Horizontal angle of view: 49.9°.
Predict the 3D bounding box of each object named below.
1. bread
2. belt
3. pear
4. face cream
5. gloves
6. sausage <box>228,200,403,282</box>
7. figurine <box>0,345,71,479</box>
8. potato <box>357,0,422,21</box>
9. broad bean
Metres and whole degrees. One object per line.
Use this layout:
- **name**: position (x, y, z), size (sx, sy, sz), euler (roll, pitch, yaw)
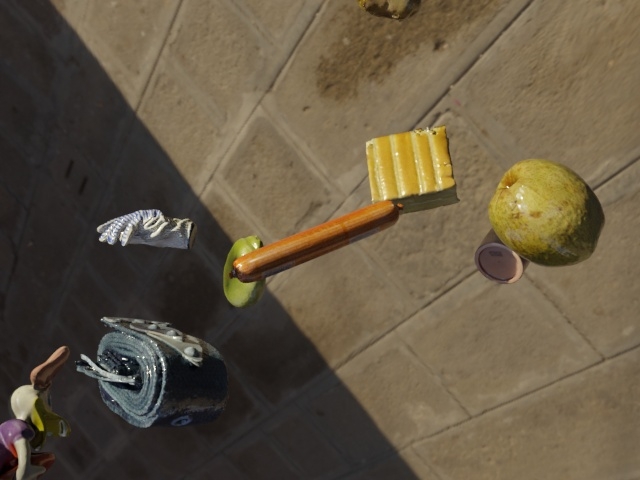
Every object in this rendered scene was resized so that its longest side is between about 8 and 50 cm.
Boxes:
- **bread**: position (0.255, -0.199, 1.920), size (0.239, 0.246, 0.111), euler (-10, 147, 8)
- **belt**: position (-0.219, 0.169, 0.871), size (0.218, 0.128, 0.122), euler (6, 86, 51)
- **pear**: position (0.430, -0.057, 1.337), size (0.211, 0.188, 0.228), euler (46, -176, -15)
- **face cream**: position (0.540, 0.040, 2.016), size (0.149, 0.104, 0.149), euler (21, 135, 23)
- **gloves**: position (-0.406, -0.022, 1.612), size (0.229, 0.097, 0.119), euler (-1, 151, -8)
- **sausage**: position (0.000, 0.000, 1.202), size (0.053, 0.348, 0.053), euler (51, 154, 38)
- **figurine**: position (-0.533, 0.339, 1.105), size (0.193, 0.421, 0.154), euler (41, 116, 4)
- **potato**: position (0.180, -0.635, 1.767), size (0.176, 0.137, 0.137), euler (20, 133, 11)
- **broad bean**: position (-0.256, 0.108, 2.354), size (0.291, 0.119, 0.238), euler (-51, 46, 50)
